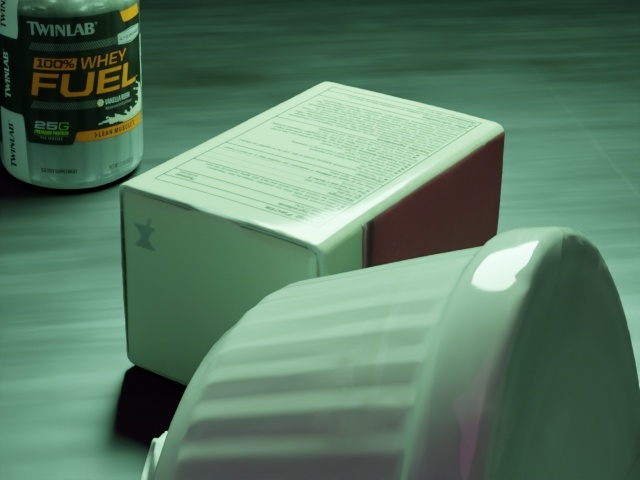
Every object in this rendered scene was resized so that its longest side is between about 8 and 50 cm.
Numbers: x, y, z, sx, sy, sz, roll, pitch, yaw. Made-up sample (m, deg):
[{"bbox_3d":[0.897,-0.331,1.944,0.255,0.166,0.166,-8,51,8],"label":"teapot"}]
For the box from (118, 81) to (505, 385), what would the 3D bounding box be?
[{"bbox_3d":[0.000,0.000,0.970,0.148,0.127,0.232,17,31,29],"label":"box"}]

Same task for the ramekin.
[{"bbox_3d":[0.036,0.132,0.564,0.127,0.273,0.273,-1,23,23],"label":"ramekin"}]

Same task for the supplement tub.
[{"bbox_3d":[-0.200,-0.146,1.187,0.117,0.190,0.117,1,26,0],"label":"supplement tub"}]

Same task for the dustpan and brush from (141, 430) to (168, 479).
[{"bbox_3d":[-0.017,0.174,0.707,0.147,0.060,0.211,11,18,-8],"label":"dustpan and brush"}]
